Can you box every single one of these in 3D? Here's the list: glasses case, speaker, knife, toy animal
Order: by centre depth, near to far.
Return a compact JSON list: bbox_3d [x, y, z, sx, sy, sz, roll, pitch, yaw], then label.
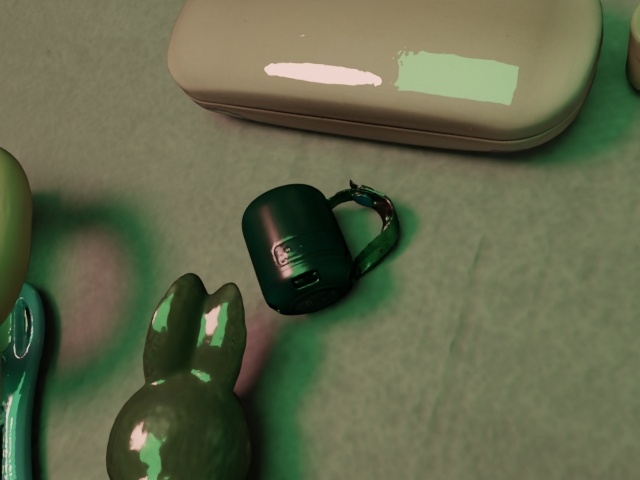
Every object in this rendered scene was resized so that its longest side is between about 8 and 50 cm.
[{"bbox_3d":[-0.077,0.149,0.333,0.138,0.108,0.236,16,63,-3],"label":"toy animal"},{"bbox_3d":[0.001,0.002,0.371,0.094,0.060,0.075,-12,64,-19],"label":"speaker"},{"bbox_3d":[0.025,-0.130,0.385,0.297,0.075,0.113,14,78,25],"label":"glasses case"},{"bbox_3d":[-0.234,0.136,0.431,0.064,0.031,0.222,-18,67,18],"label":"knife"}]

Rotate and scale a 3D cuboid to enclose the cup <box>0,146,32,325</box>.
[{"bbox_3d":[-0.314,0.030,0.436,0.255,0.173,0.202,-1,70,2],"label":"cup"}]

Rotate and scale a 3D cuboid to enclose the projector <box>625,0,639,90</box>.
[{"bbox_3d":[0.328,-0.146,0.261,0.257,0.079,0.259,34,86,29],"label":"projector"}]
